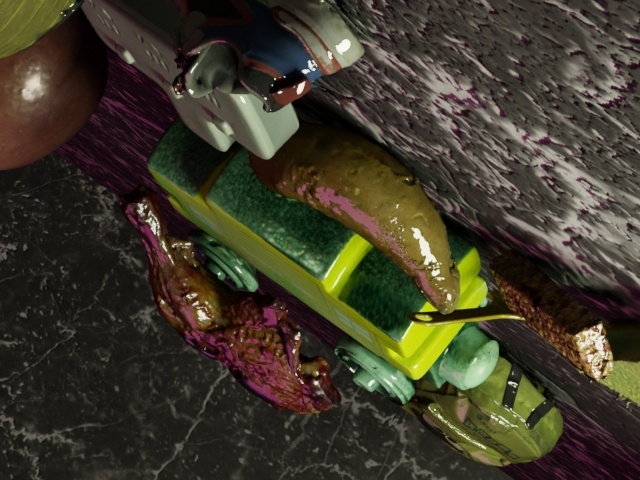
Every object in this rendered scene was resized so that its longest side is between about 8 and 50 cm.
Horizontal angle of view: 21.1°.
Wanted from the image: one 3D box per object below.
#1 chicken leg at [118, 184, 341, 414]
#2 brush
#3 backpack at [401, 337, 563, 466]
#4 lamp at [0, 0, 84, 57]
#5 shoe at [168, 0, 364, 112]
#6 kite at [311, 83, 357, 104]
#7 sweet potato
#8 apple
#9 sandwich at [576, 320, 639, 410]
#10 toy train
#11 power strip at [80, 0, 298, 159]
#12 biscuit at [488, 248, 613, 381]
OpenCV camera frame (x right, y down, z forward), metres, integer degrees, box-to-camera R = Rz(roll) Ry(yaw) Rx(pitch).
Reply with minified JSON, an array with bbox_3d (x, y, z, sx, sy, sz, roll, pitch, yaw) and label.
[{"bbox_3d":[-0.105,0.075,1.891,0.322,0.083,0.177,38,151,10],"label":"chicken leg"},{"bbox_3d":[0.162,0.070,1.697,0.205,0.011,0.083,-5,-156,-42],"label":"brush"},{"bbox_3d":[0.219,0.211,2.296,0.207,0.140,0.253,39,166,-16],"label":"backpack"},{"bbox_3d":[-0.261,-0.251,1.272,0.250,0.250,0.284,32,-158,28],"label":"lamp"},{"bbox_3d":[-0.077,-0.161,1.359,0.227,0.125,0.099,29,173,34],"label":"shoe"},{"bbox_3d":[-0.056,-0.177,1.596,0.152,0.015,0.285,37,176,-30],"label":"kite"},{"bbox_3d":[0.021,-0.057,1.666,0.310,0.098,0.124,39,169,25],"label":"sweet potato"},{"bbox_3d":[-0.409,-0.217,2.099,0.306,0.235,0.306,34,172,5],"label":"apple"},{"bbox_3d":[0.325,0.120,1.535,0.245,0.063,0.212,32,168,29],"label":"sandwich"},{"bbox_3d":[0.000,0.000,1.869,0.442,0.179,0.272,34,166,25],"label":"toy train"},{"bbox_3d":[-0.124,-0.162,1.647,0.265,0.059,0.193,37,166,32],"label":"power strip"},{"bbox_3d":[0.216,0.067,1.613,0.064,0.034,0.199,63,172,-27],"label":"biscuit"}]
